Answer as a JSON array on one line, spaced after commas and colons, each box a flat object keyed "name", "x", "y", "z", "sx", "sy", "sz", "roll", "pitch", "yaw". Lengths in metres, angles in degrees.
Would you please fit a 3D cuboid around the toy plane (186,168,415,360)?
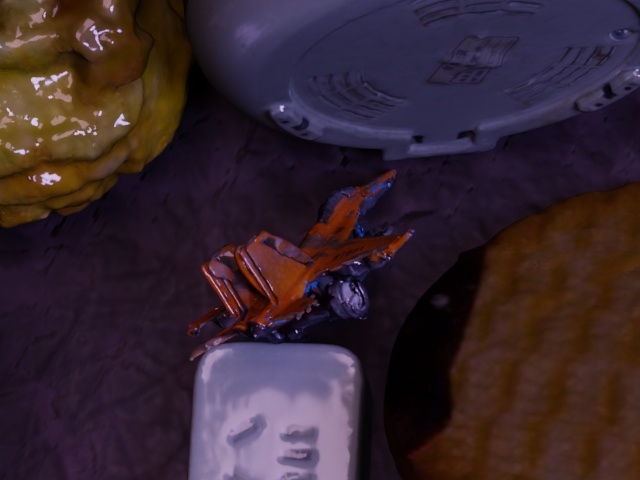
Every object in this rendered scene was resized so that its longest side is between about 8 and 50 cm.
[{"name": "toy plane", "x": 0.005, "y": 0.010, "z": 1.017, "sx": 0.135, "sy": 0.188, "sz": 0.062, "roll": -22, "pitch": 94, "yaw": 33}]

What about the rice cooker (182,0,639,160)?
[{"name": "rice cooker", "x": 0.059, "y": -0.207, "z": 1.012, "sx": 0.288, "sy": 0.288, "sz": 0.277, "roll": -7, "pitch": 71, "yaw": 1}]

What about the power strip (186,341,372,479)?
[{"name": "power strip", "x": -0.028, "y": 0.240, "z": 0.976, "sx": 0.091, "sy": 0.062, "sz": 0.385, "roll": 1, "pitch": 71, "yaw": 7}]

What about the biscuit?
[{"name": "biscuit", "x": 0.187, "y": 0.066, "z": 0.946, "sx": 0.317, "sy": 0.040, "sz": 0.318, "roll": -7, "pitch": 35, "yaw": 5}]

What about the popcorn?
[{"name": "popcorn", "x": -0.157, "y": -0.104, "z": 1.053, "sx": 0.197, "sy": 0.155, "sz": 0.198, "roll": -3, "pitch": 79, "yaw": 14}]
